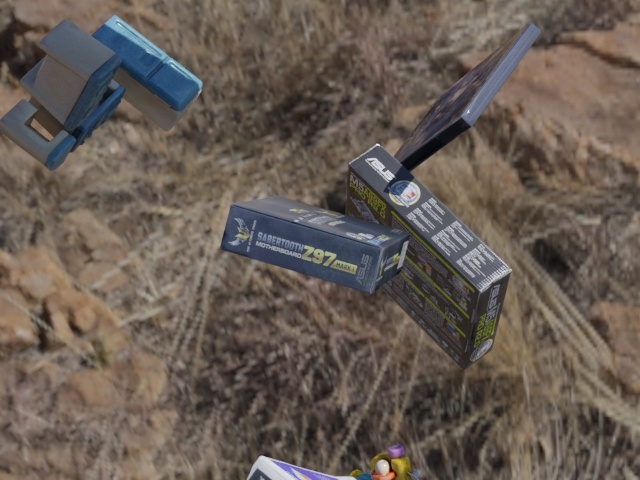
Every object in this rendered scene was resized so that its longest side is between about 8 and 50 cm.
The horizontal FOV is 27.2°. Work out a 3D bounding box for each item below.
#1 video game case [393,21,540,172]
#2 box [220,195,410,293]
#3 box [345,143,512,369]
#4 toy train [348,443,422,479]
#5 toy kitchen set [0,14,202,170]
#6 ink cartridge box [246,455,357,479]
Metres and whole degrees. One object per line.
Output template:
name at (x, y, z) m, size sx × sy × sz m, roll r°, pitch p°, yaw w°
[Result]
video game case at (0.188, -0.183, 1.858) m, size 0.026 × 0.274 × 0.196 m, roll 40°, pitch 63°, yaw -6°
box at (0.000, 0.000, 1.572) m, size 0.183 × 0.232 × 0.059 m, roll 16°, pitch 97°, yaw 11°
box at (0.141, 0.026, 1.840) m, size 0.060 × 0.216 × 0.270 m, roll -34°, pitch 62°, yaw -22°
toy train at (0.087, 0.315, 1.570) m, size 0.046 × 0.166 × 0.125 m, roll -23°, pitch 80°, yaw -42°
toy kitchen set at (-0.191, -0.159, 1.277) m, size 0.122 × 0.166 × 0.207 m, roll 38°, pitch 46°, yaw -4°
ink cartridge box at (0.058, 0.245, 0.993) m, size 0.206 × 0.208 × 0.045 m, roll 34°, pitch 91°, yaw 25°
